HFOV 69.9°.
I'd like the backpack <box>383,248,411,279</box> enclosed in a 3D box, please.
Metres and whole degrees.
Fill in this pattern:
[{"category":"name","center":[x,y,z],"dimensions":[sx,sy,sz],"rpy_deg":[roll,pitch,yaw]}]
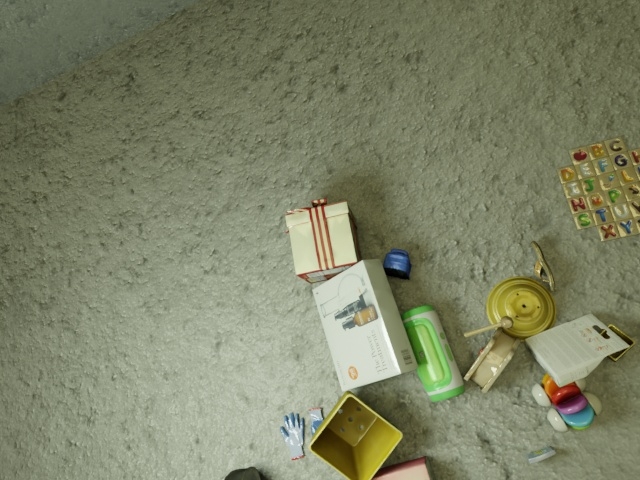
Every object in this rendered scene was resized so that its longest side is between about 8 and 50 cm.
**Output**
[{"category":"backpack","center":[0.270,0.080,1.625],"dimensions":[0.098,0.120,0.101],"rpy_deg":[5,78,18]}]

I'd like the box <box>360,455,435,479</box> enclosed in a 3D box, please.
[{"category":"box","center":[0.249,0.795,1.444],"dimensions":[0.233,0.127,0.148],"rpy_deg":[-21,72,10]}]

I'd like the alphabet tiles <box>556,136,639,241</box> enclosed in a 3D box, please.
[{"category":"alphabet tiles","center":[0.980,-0.176,1.542],"dimensions":[0.285,0.011,0.342],"rpy_deg":[-14,73,13]}]

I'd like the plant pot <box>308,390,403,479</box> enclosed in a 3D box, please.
[{"category":"plant pot","center":[0.107,0.613,1.482],"dimensions":[0.212,0.187,0.212],"rpy_deg":[37,89,0]}]

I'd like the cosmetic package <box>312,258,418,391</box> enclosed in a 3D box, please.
[{"category":"cosmetic package","center":[0.137,0.289,1.551],"dimensions":[0.284,0.098,0.377],"rpy_deg":[-37,64,44]}]

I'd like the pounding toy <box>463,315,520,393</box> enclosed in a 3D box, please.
[{"category":"pounding toy","center":[0.534,0.344,1.477],"dimensions":[0.155,0.154,0.269],"rpy_deg":[34,107,21]}]

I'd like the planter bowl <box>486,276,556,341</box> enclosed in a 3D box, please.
[{"category":"planter bowl","center":[0.659,0.218,1.493],"dimensions":[0.217,0.090,0.217],"rpy_deg":[-4,76,15]}]

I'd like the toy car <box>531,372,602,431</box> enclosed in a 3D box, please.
[{"category":"toy car","center":[0.745,0.480,1.375],"dimensions":[0.159,0.136,0.181],"rpy_deg":[-30,70,7]}]

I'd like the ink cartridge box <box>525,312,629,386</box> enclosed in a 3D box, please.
[{"category":"ink cartridge box","center":[0.776,0.328,1.396],"dimensions":[0.225,0.181,0.056],"rpy_deg":[-22,115,3]}]

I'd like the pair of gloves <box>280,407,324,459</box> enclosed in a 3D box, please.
[{"category":"pair of gloves","center":[-0.043,0.679,1.616],"dimensions":[0.198,0.023,0.159],"rpy_deg":[-19,73,12]}]

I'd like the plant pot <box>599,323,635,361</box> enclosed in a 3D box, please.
[{"category":"plant pot","center":[0.892,0.321,1.397],"dimensions":[0.081,0.083,0.081],"rpy_deg":[-43,50,1]}]

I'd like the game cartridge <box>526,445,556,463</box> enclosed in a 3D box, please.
[{"category":"game cartridge","center":[0.671,0.653,1.395],"dimensions":[0.083,0.056,0.017],"rpy_deg":[-27,78,8]}]

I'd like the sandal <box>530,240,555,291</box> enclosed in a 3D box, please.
[{"category":"sandal","center":[0.730,0.088,1.520],"dimensions":[0.049,0.072,0.180],"rpy_deg":[-26,68,25]}]

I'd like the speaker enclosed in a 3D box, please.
[{"category":"speaker","center":[0.369,0.370,1.519],"dimensions":[0.131,0.131,0.296],"rpy_deg":[-21,71,10]}]

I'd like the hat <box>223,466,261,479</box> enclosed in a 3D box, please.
[{"category":"hat","center":[-0.268,0.929,1.525],"dimensions":[0.331,0.331,0.134],"rpy_deg":[-46,107,1]}]

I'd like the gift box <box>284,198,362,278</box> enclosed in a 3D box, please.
[{"category":"gift box","center":[0.000,0.000,1.652],"dimensions":[0.277,0.255,0.257],"rpy_deg":[-10,74,5]}]
